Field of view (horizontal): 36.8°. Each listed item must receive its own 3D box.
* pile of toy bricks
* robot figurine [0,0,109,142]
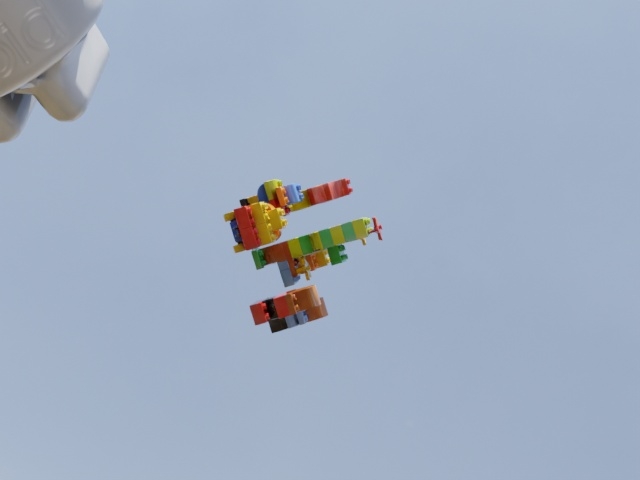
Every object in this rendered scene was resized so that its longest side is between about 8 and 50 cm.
[{"bbox_3d":[0.000,0.000,0.789,0.105,0.118,0.212,-17,2,9],"label":"pile of toy bricks"},{"bbox_3d":[-0.315,-0.250,0.792,0.300,0.200,0.353,-18,-51,17],"label":"robot figurine"}]
